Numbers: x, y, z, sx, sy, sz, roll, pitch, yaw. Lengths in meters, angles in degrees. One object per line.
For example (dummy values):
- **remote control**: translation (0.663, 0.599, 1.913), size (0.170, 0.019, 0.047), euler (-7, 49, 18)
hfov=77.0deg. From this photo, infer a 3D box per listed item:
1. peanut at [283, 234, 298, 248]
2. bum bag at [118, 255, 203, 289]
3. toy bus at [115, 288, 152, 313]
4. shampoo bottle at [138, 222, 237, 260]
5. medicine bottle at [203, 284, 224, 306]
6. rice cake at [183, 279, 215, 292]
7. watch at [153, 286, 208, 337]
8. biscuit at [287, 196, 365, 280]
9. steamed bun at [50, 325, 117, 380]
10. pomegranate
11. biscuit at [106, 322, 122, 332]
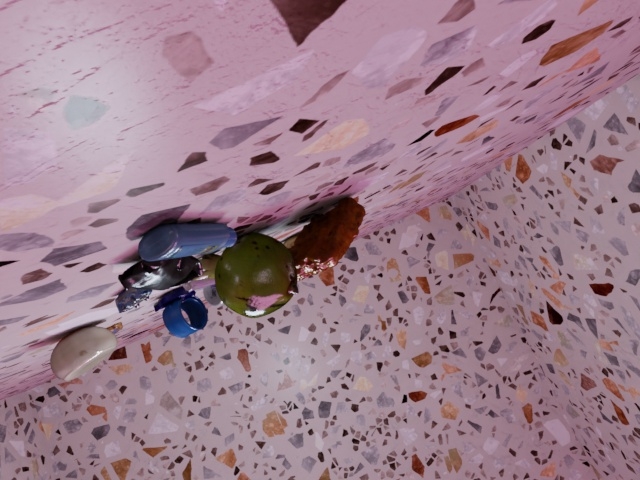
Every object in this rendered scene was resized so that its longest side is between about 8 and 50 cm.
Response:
- **peanut**: translation (-0.058, 0.022, 1.717), size (0.253, 0.122, 0.137), euler (-26, 167, -16)
- **bum bag**: translation (-0.399, 0.075, 1.028), size (0.142, 0.079, 0.326), euler (-32, 171, -5)
- **toy bus**: translation (-0.567, 0.171, 1.218), size (0.153, 0.061, 0.051), euler (-31, 170, 35)
- **shampoo bottle**: translation (-0.275, -0.002, 0.902), size (0.104, 0.061, 0.258), euler (-28, 174, 20)
- **medicine bottle**: translation (-0.424, 0.220, 1.874), size (0.135, 0.135, 0.215), euler (-29, 173, 31)
- **rice cake**: translation (-0.453, 0.161, 1.640), size (0.049, 0.055, 0.270), euler (-33, 169, 24)
- **watch**: translation (-0.572, 0.301, 1.694), size (0.171, 0.200, 0.196), euler (-32, 168, 26)
- **biscuit**: translation (0.000, 0.000, 1.384), size (0.312, 0.110, 0.318), euler (-29, -154, 48)
- **steamed bun**: translation (-0.904, 0.410, 1.526), size (0.232, 0.145, 0.232), euler (-39, 175, -4)
- **pomegranate**: translation (-0.229, 0.105, 1.230), size (0.341, 0.260, 0.260), euler (2, 179, 11)
- **biscuit**: translation (-1.037, 0.450, 1.889), size (0.280, 0.043, 0.183), euler (-30, 170, 17)
